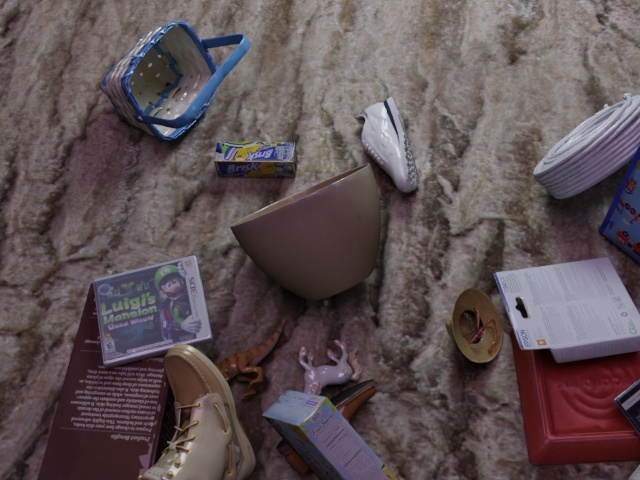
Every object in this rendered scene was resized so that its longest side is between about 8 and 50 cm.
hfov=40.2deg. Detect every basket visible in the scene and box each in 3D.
[{"bbox_3d":[-0.305,-0.344,1.860,0.288,0.201,0.255,9,55,48],"label":"basket"}]

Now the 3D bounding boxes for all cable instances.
[{"bbox_3d":[0.529,-0.177,1.672,0.257,0.257,0.089,-37,92,12],"label":"cable"}]

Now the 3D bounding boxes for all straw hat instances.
[{"bbox_3d":[0.264,0.159,1.589,0.061,0.144,0.145,-14,46,48],"label":"straw hat"}]

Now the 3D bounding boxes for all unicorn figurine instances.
[{"bbox_3d":[0.000,0.242,1.572,0.161,0.060,0.111,-16,58,-4],"label":"unicorn figurine"}]

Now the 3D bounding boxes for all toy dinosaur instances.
[{"bbox_3d":[-0.135,0.224,1.596,0.211,0.064,0.112,-26,59,-11],"label":"toy dinosaur"}]

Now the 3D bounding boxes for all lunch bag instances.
[{"bbox_3d":[0.647,-0.061,1.555,0.138,0.293,0.221,-38,63,-16],"label":"lunch bag"}]

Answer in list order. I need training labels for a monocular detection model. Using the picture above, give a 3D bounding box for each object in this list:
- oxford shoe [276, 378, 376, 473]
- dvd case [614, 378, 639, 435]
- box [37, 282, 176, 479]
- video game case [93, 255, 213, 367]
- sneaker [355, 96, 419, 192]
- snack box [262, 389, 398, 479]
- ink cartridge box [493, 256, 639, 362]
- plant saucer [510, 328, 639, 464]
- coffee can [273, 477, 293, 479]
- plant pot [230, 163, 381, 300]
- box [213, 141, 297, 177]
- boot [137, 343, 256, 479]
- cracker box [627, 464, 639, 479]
[{"bbox_3d":[0.024,0.323,1.528,0.212,0.076,0.076,-38,92,-19],"label":"oxford shoe"},{"bbox_3d":[0.613,0.308,1.448,0.164,0.018,0.221,-34,85,-14],"label":"dvd case"},{"bbox_3d":[-0.343,0.274,1.544,0.191,0.143,0.382,3,57,7],"label":"box"},{"bbox_3d":[-0.297,0.122,1.540,0.190,0.022,0.173,-14,59,-4],"label":"video game case"},{"bbox_3d":[0.139,-0.188,1.818,0.094,0.090,0.235,-18,54,9],"label":"sneaker"},{"bbox_3d":[0.020,0.338,1.395,0.070,0.174,0.207,-45,103,-20],"label":"snack box"},{"bbox_3d":[0.442,0.124,1.567,0.223,0.045,0.223,-7,36,1],"label":"ink cartridge box"},{"bbox_3d":[0.479,0.254,1.525,0.258,0.048,0.259,-4,59,4],"label":"plant saucer"},{"bbox_3d":[-0.047,0.533,1.316,0.201,0.202,0.275,-32,61,-14],"label":"coffee can"},{"bbox_3d":[0.000,0.000,1.627,0.284,0.284,0.191,-26,96,-10],"label":"plant pot"},{"bbox_3d":[-0.135,-0.170,1.838,0.168,0.059,0.054,2,58,7],"label":"box"},{"bbox_3d":[-0.224,0.319,1.417,0.095,0.262,0.203,-16,11,35],"label":"boot"},{"bbox_3d":[0.587,0.393,1.380,0.156,0.067,0.232,45,74,4],"label":"cracker box"}]
